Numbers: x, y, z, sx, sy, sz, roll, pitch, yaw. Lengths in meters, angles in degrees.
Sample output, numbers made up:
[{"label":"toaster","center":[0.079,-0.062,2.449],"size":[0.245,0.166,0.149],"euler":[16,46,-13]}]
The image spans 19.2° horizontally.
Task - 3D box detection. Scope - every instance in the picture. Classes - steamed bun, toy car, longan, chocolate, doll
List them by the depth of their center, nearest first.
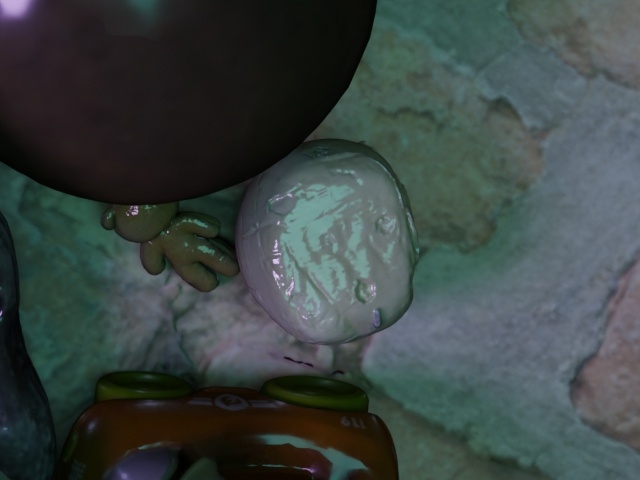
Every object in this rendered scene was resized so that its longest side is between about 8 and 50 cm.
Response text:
[{"label":"longan","center":[-0.108,-0.163,1.069],"size":[0.297,0.297,0.297],"euler":[-2,99,-13]},{"label":"chocolate","center":[-0.229,0.063,1.167],"size":[0.110,0.110,0.248],"euler":[-10,101,-12]},{"label":"toy car","center":[-0.047,0.173,1.168],"size":[0.235,0.235,0.145],"euler":[3,98,-14]},{"label":"doll","center":[-0.096,0.000,1.216],"size":[0.061,0.051,0.093],"euler":[-33,103,22]},{"label":"steamed bun","center":[0.000,0.000,1.217],"size":[0.112,0.091,0.130],"euler":[-16,99,-15]}]

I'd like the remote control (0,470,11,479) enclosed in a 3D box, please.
[{"label":"remote control","center":[-0.153,0.256,1.171],"size":[0.344,0.145,0.050],"euler":[50,46,-27]}]
